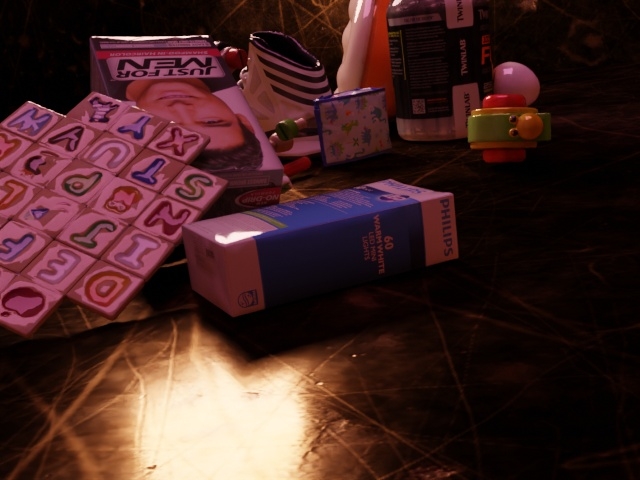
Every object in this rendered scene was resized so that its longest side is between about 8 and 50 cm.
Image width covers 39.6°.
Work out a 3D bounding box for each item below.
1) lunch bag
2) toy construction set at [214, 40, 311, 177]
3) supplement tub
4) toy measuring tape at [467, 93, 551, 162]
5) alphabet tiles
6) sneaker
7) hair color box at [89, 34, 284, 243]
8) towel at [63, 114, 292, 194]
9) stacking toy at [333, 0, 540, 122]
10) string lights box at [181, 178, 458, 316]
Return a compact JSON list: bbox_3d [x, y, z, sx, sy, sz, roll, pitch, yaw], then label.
[{"bbox_3d":[0.052,-0.216,1.681,0.096,0.128,0.151,5,20,45],"label":"lunch bag"},{"bbox_3d":[-0.199,-0.186,1.554,0.309,0.257,0.237,34,39,22],"label":"toy construction set"},{"bbox_3d":[0.245,-0.383,1.822,0.207,0.337,0.207,-7,14,2],"label":"supplement tub"},{"bbox_3d":[0.286,-0.185,1.497,0.122,0.121,0.330,-9,5,-7],"label":"toy measuring tape"},{"bbox_3d":[-0.282,-0.046,0.981,0.285,0.011,0.342,23,49,14],"label":"alphabet tiles"},{"bbox_3d":[-0.135,-0.309,1.882,0.448,0.257,0.169,6,19,43],"label":"sneaker"},{"bbox_3d":[-0.196,-0.150,1.218,0.186,0.113,0.374,-6,40,-20],"label":"hair color box"},{"bbox_3d":[-0.230,-0.119,1.308,0.325,0.038,0.248,29,36,23],"label":"towel"},{"bbox_3d":[0.281,-0.393,2.078,0.480,0.350,0.350,10,14,-1],"label":"stacking toy"},{"bbox_3d":[0.000,0.000,0.940,0.260,0.076,0.133,-13,15,-23],"label":"string lights box"}]
